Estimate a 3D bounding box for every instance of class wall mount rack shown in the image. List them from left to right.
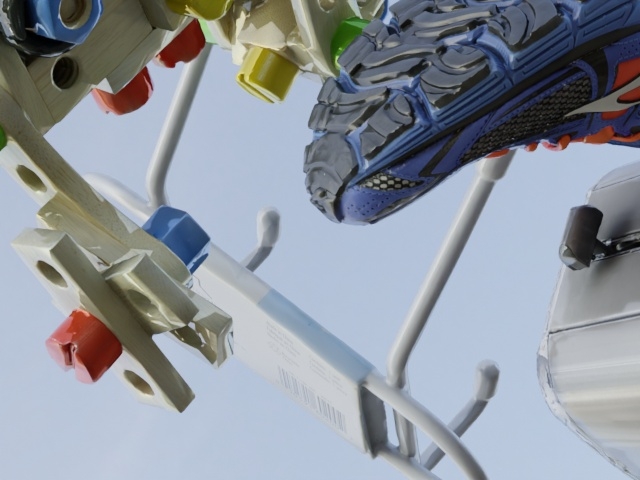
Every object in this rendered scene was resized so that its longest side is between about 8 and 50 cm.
[{"bbox_3d":[0.000,0.000,0.982,0.130,0.350,0.304,-45,-25,-21],"label":"wall mount rack"}]

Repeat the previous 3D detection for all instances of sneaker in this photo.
[{"bbox_3d":[0.096,-0.059,0.545,0.221,0.083,0.087,-28,-65,-9],"label":"sneaker"}]

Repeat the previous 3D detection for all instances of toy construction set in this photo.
[{"bbox_3d":[-0.068,-0.089,0.756,0.328,0.151,0.215,-63,-33,-35],"label":"toy construction set"}]

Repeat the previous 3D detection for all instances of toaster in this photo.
[{"bbox_3d":[0.191,0.045,0.605,0.227,0.146,0.129,33,-115,-29],"label":"toaster"}]
